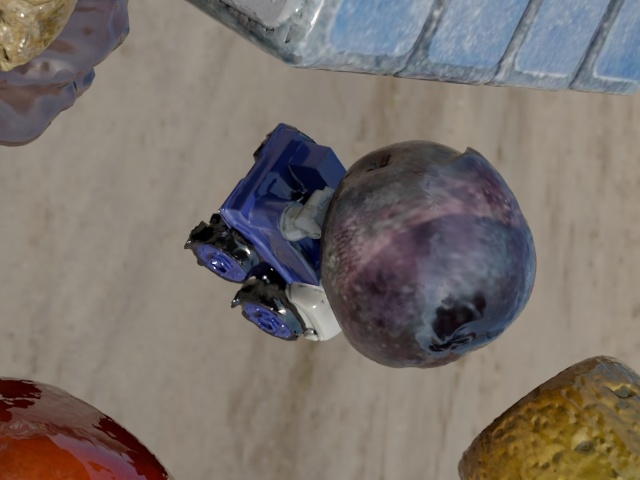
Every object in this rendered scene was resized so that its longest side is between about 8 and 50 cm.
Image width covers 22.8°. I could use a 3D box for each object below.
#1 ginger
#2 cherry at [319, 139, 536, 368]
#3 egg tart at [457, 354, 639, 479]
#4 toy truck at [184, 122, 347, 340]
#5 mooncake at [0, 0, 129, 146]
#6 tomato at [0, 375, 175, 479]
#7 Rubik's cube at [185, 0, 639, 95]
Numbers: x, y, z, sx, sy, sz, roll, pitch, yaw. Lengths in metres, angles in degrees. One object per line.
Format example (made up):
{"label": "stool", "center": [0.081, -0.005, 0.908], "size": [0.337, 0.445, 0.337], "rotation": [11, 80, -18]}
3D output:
{"label": "ginger", "center": [-0.211, -0.219, 1.217], "size": [0.166, 0.080, 0.333], "rotation": [-57, -169, 18]}
{"label": "cherry", "center": [0.084, 0.011, 1.330], "size": [0.195, 0.195, 0.195], "rotation": [2, 90, -72]}
{"label": "egg tart", "center": [0.199, 0.183, 1.167], "size": [0.147, 0.202, 0.202], "rotation": [53, 7, 20]}
{"label": "toy truck", "center": [0.000, 0.000, 1.492], "size": [0.161, 0.177, 0.213], "rotation": [-57, 134, -21]}
{"label": "mooncake", "center": [-0.376, -0.245, 1.590], "size": [0.212, 0.350, 0.381], "rotation": [65, 4, 32]}
{"label": "tomato", "center": [-0.223, 0.258, 1.017], "size": [0.325, 0.290, 0.293], "rotation": [-48, 180, 36]}
{"label": "Rubik's cube", "center": [0.030, -0.296, 0.803], "size": [0.344, 0.343, 0.337], "rotation": [-3, 122, -55]}
